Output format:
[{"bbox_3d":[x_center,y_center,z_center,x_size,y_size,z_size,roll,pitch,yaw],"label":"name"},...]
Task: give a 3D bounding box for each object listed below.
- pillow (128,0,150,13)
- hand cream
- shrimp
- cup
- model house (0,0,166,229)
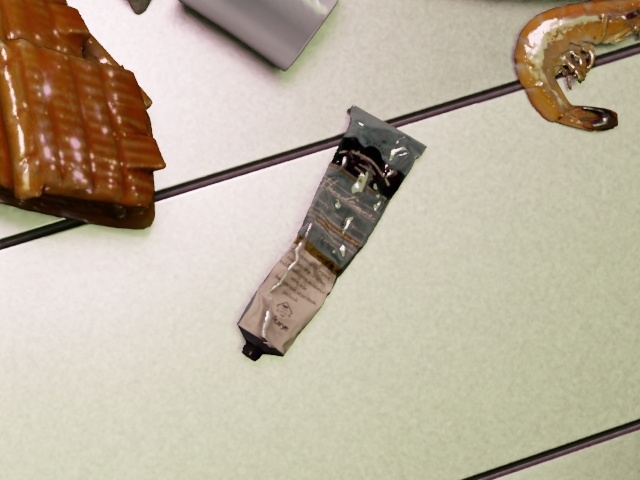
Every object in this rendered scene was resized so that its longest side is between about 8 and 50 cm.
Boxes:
[{"bbox_3d":[-0.131,-0.381,1.356,0.119,0.310,0.312,33,82,31],"label":"pillow"},{"bbox_3d":[-0.001,0.000,1.466,0.075,0.052,0.248,36,77,-28],"label":"hand cream"},{"bbox_3d":[0.270,-0.167,1.509,0.178,0.034,0.124,-15,93,-6],"label":"shrimp"},{"bbox_3d":[-0.047,-0.235,1.428,0.129,0.095,0.128,35,106,-8],"label":"cup"},{"bbox_3d":[-0.234,-0.118,1.331,0.219,0.229,0.199,2,84,-5],"label":"model house"}]
